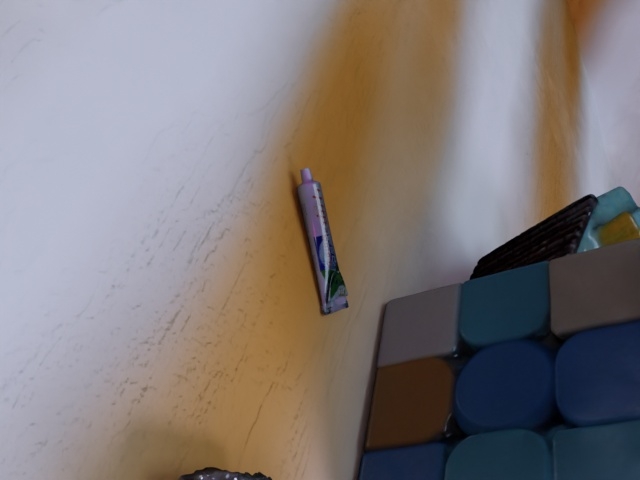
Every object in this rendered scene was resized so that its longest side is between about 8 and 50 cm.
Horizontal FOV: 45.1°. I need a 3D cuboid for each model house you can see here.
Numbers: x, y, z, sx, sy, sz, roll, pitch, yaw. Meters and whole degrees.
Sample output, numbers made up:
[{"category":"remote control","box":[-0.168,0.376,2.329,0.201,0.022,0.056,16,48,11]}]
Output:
[{"category":"model house","box":[0.337,0.085,1.075,0.249,0.280,0.230,-23,78,-36]}]

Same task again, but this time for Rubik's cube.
[{"category":"Rubik's cube","box":[0.279,0.260,0.906,0.347,0.344,0.346,49,38,-32]}]

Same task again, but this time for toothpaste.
[{"category":"toothpaste","box":[0.000,0.000,0.890,0.045,0.028,0.169,-13,90,-52]}]

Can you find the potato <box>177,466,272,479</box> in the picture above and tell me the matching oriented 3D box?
[{"category":"potato","box":[-0.070,0.234,0.614,0.122,0.061,0.086,27,29,-52]}]
